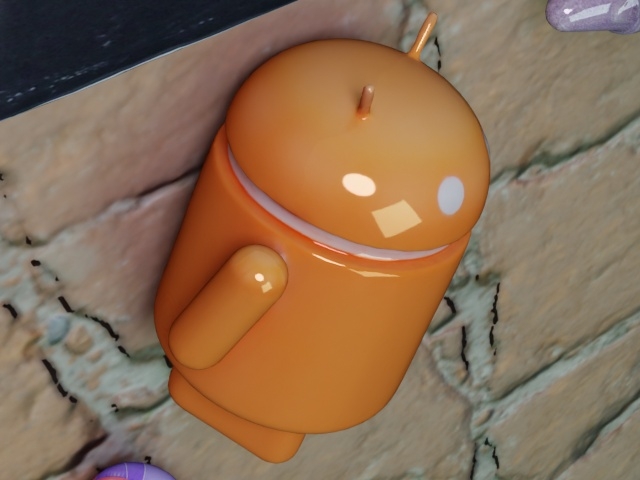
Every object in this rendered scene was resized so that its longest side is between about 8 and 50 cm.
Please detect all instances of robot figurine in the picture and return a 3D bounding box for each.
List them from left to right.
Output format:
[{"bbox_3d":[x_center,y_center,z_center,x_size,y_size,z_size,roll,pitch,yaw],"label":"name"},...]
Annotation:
[{"bbox_3d":[0.000,0.001,0.918,0.158,0.128,0.219,1,130,-30],"label":"robot figurine"}]

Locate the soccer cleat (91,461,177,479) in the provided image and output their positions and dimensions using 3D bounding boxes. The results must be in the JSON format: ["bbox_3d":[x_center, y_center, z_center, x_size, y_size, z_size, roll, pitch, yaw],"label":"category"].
[{"bbox_3d":[-0.078,0.184,1.120,0.095,0.083,0.248,-58,153,-33],"label":"soccer cleat"}]

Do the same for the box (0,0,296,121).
[{"bbox_3d":[-0.047,-0.226,0.370,0.182,0.294,0.296,-24,166,-23],"label":"box"}]

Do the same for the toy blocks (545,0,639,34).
[{"bbox_3d":[0.234,-0.142,0.842,0.260,0.288,0.309,-30,150,-27],"label":"toy blocks"}]
